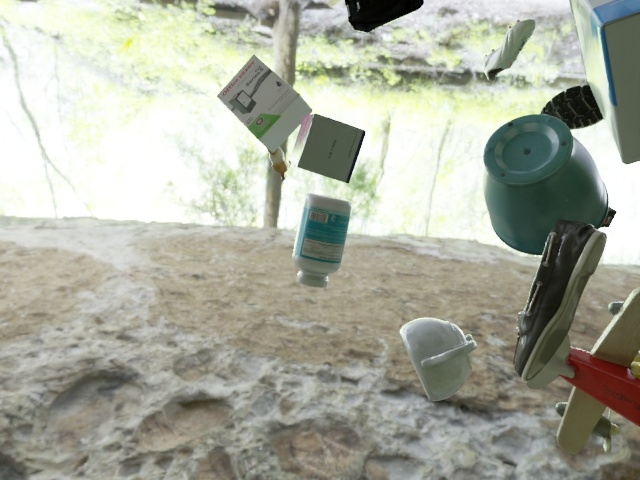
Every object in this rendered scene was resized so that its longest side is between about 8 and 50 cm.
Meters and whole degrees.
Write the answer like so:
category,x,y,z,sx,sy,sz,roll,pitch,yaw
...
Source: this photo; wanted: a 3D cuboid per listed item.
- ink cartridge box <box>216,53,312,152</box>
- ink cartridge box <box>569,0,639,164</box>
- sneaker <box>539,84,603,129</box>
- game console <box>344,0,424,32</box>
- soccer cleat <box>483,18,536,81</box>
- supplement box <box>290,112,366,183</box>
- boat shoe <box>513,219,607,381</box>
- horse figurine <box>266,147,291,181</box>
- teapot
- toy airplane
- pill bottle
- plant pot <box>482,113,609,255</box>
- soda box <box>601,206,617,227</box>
category,x,y,z,sx,sy,sz,roll,pitch,yaw
ink cartridge box,-0.191,-0.458,1.708,0.273,0.198,0.115,47,-174,29
ink cartridge box,0.488,-0.300,0.793,0.129,0.223,0.307,-15,-146,26
sneaker,0.799,-0.387,1.498,0.330,0.129,0.147,-18,168,2
game console,0.138,-0.739,1.310,0.213,0.361,0.044,-7,-172,41
soccer cleat,0.484,-0.483,1.304,0.068,0.076,0.196,-1,165,-15
supplement box,0.009,-0.199,1.090,0.114,0.111,0.220,17,-171,-9
boat shoe,0.459,0.118,1.033,0.112,0.335,0.096,13,-167,-44
horse figurine,-0.176,-0.345,2.053,0.066,0.263,0.174,-14,-152,12
teapot,0.351,0.320,1.463,0.187,0.252,0.256,-24,-147,4
toy airplane,0.717,0.332,1.264,0.386,0.384,0.273,-28,173,41
pill bottle,0.000,0.000,1.497,0.146,0.263,0.146,12,-173,-1
plant pot,0.490,-0.141,1.166,0.272,0.271,0.255,18,165,40
soda box,0.806,-0.104,1.552,0.053,0.060,0.169,-4,-146,-21
